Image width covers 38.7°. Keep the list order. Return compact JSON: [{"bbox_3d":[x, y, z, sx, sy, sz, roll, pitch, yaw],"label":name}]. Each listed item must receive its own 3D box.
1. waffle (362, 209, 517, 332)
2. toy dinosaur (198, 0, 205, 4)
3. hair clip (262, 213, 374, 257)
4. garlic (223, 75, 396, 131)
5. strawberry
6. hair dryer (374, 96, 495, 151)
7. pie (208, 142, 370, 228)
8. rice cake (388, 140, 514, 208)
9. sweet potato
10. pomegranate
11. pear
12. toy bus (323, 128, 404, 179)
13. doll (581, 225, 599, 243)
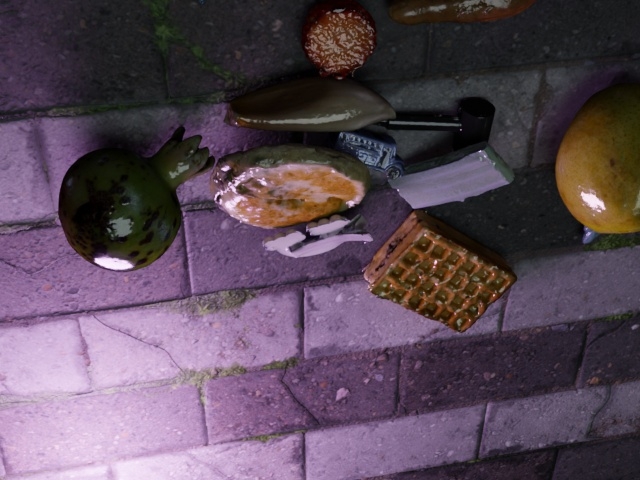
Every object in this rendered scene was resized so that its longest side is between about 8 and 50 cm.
[{"bbox_3d":[0.271,0.078,2.063,0.308,0.091,0.213,26,118,-29],"label":"waffle"},{"bbox_3d":[-0.197,-0.484,1.527,0.080,0.045,0.197,-8,137,-25],"label":"toy dinosaur"},{"bbox_3d":[0.000,0.000,1.923,0.220,0.054,0.140,-17,159,14],"label":"hair clip"},{"bbox_3d":[-0.024,-0.248,1.701,0.318,0.143,0.112,-10,109,-8],"label":"garlic"},{"bbox_3d":[0.033,-0.370,1.648,0.145,0.086,0.145,-8,127,-10],"label":"strawberry"},{"bbox_3d":[0.222,-0.221,1.832,0.247,0.071,0.114,-1,128,-9],"label":"hair dryer"},{"bbox_3d":[-0.059,-0.108,1.770,0.338,0.077,0.339,-4,159,-2],"label":"pie"},{"bbox_3d":[0.267,-0.130,1.868,0.237,0.043,0.127,-16,139,34],"label":"rice cake"},{"bbox_3d":[0.297,-0.443,1.653,0.354,0.095,0.106,-18,134,2],"label":"sweet potato"},{"bbox_3d":[-0.340,-0.075,1.720,0.305,0.242,0.242,-26,135,-27],"label":"pomegranate"},{"bbox_3d":[0.631,-0.169,1.837,0.303,0.304,0.304,-7,129,-9],"label":"pear"},{"bbox_3d":[0.095,-0.180,1.822,0.167,0.073,0.076,13,113,-21],"label":"toy bus"},{"bbox_3d":[0.629,-0.071,2.061,0.120,0.075,0.180,-38,163,-32],"label":"doll"}]
